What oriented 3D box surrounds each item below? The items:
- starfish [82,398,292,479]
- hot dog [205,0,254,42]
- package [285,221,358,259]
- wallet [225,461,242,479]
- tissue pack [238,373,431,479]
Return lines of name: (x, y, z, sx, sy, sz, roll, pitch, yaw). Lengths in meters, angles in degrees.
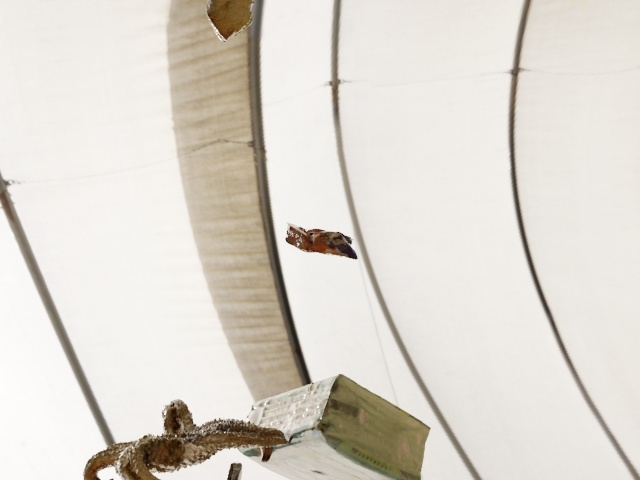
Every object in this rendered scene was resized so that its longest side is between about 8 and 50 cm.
starfish: (-0.205, 0.324, 0.927, 0.303, 0.312, 0.113, -2, -96, -33)
hot dog: (-0.137, -0.386, 0.912, 0.061, 0.078, 0.169, 23, -103, -89)
package: (0.000, 0.001, 0.854, 0.110, 0.077, 0.033, 11, -49, -10)
wallet: (-0.178, 0.521, 1.126, 0.038, 0.118, 0.153, 9, -77, -2)
tissue pack: (0.015, 0.373, 1.102, 0.227, 0.310, 0.128, 35, -128, -19)
